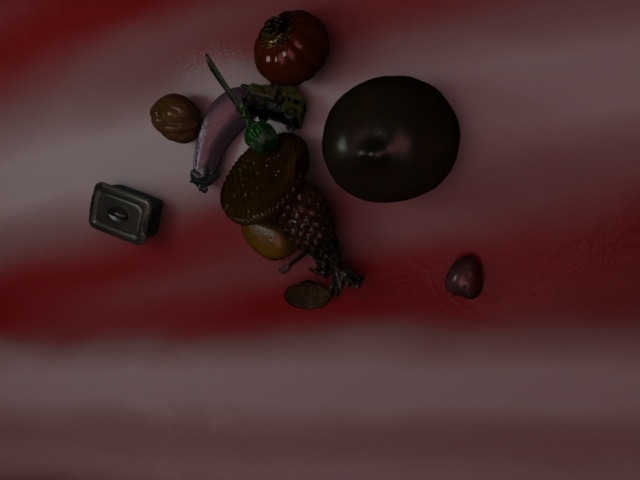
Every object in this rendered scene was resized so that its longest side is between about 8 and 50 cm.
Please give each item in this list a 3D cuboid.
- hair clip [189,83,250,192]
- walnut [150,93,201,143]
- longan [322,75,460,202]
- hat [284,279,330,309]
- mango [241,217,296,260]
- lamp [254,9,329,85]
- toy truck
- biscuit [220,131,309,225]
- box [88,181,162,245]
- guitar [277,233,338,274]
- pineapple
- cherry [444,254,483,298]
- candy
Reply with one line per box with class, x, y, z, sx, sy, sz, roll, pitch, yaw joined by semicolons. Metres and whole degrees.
hair clip;-0.311;-0.323;1.923;0.110;0.095;0.358;36;108;26
walnut;-0.442;-0.378;1.925;0.166;0.149;0.166;22;138;21
longan;0.181;-0.259;1.640;0.361;0.361;0.361;4;102;18
hat;-0.040;0.149;1.944;0.146;0.067;0.146;0;140;0
mango;-0.160;-0.018;1.929;0.195;0.098;0.137;38;113;15
lamp;-0.082;-0.536;1.739;0.223;0.196;0.223;-15;59;26
toy truck;-0.131;-0.408;1.835;0.191;0.085;0.116;19;72;10
biscuit;-0.167;-0.186;1.815;0.318;0.318;0.040;-28;135;21
box;-0.639;-0.093;2.053;0.227;0.130;0.162;19;106;13
guitar;-0.047;0.038;1.937;0.233;0.025;0.088;-36;85;21
pineapple;0.000;0.000;1.824;0.175;0.175;0.361;-34;94;21
cherry;0.405;0.110;1.769;0.106;0.087;0.126;-5;102;15
candy;-0.232;-0.383;1.763;0.097;0.097;0.323;-28;109;21
